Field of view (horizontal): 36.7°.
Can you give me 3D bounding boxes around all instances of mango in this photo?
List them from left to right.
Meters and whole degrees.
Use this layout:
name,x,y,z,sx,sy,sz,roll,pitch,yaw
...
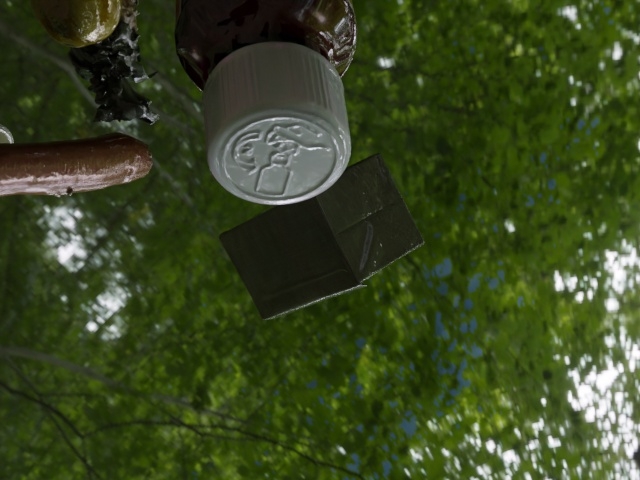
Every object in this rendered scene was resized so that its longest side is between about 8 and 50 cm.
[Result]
name,x,y,z,sx,sy,sz,roll,pitch,yaw
mango,-0.339,-0.353,1.330,0.137,0.195,0.098,27,-128,16

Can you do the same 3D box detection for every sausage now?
name,x,y,z,sx,sy,sz,roll,pitch,yaw
sausage,-0.436,-0.113,1.471,0.094,0.419,0.094,15,-73,39

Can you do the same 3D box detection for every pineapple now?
name,x,y,z,sx,sy,sz,roll,pitch,yaw
pineapple,-0.350,-0.327,1.619,0.141,0.170,0.309,-31,-112,30

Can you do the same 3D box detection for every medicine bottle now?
name,x,y,z,sx,sy,sz,roll,pitch,yaw
medicine bottle,-0.073,-0.235,1.216,0.243,0.242,0.395,-12,-133,12

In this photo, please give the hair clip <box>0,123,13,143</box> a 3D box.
name,x,y,z,sx,sy,sz,roll,pitch,yaw
hair clip,-0.617,-0.149,1.552,0.113,0.172,0.282,28,-145,21

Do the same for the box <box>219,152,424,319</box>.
name,x,y,z,sx,sy,sz,roll,pitch,yaw
box,0.000,0.000,1.374,0.149,0.155,0.231,-30,-177,-40
